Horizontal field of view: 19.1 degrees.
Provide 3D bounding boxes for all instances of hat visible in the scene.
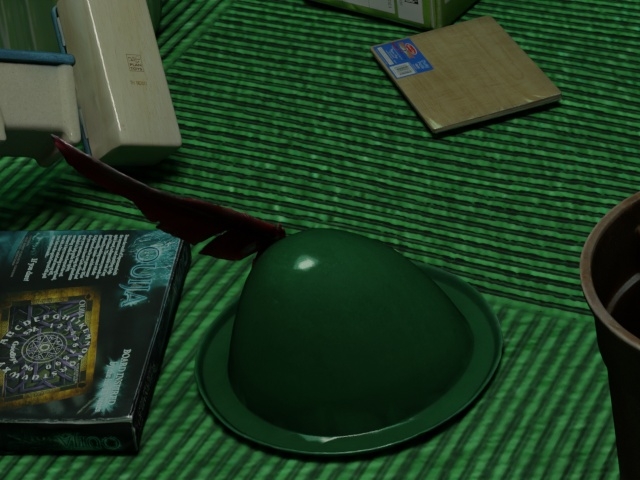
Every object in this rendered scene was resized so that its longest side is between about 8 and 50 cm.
[{"bbox_3d":[0.000,0.000,1.047,0.173,0.184,0.208,25,46,36],"label":"hat"}]

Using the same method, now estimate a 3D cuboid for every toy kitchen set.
[{"bbox_3d":[-0.232,-0.089,1.271,0.207,0.122,0.166,0,-21,-43],"label":"toy kitchen set"}]

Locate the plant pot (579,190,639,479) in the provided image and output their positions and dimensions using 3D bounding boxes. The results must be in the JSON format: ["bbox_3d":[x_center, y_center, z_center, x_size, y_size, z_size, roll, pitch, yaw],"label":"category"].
[{"bbox_3d":[0.211,0.078,0.921,0.167,0.165,0.167,-5,35,3],"label":"plant pot"}]

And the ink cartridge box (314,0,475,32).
[{"bbox_3d":[0.030,-0.270,1.501,0.255,0.097,0.189,18,42,29],"label":"ink cartridge box"}]

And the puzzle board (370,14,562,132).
[{"bbox_3d":[0.101,-0.117,1.349,0.096,0.011,0.128,-16,36,-12],"label":"puzzle board"}]

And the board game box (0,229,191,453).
[{"bbox_3d":[-0.153,0.056,1.130,0.126,0.026,0.186,0,35,8],"label":"board game box"}]

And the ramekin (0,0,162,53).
[{"bbox_3d":[-0.260,-0.211,1.418,0.303,0.148,0.303,-4,35,3],"label":"ramekin"}]
